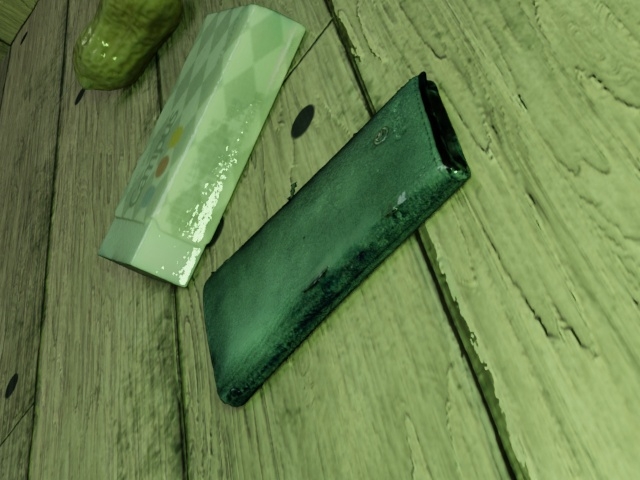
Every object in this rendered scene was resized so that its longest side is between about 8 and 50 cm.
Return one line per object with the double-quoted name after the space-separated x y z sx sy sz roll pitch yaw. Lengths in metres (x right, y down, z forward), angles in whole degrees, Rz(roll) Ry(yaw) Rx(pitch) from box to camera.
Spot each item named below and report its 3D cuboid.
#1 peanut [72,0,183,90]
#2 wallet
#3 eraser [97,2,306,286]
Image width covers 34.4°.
-0.357 -0.402 1.949 0.291 0.143 0.159 -47 -3 36 "peanut"
0.000 0.000 1.082 0.379 0.046 0.191 -46 33 27 "wallet"
-0.173 -0.136 1.455 0.213 0.082 0.397 10 75 62 "eraser"
